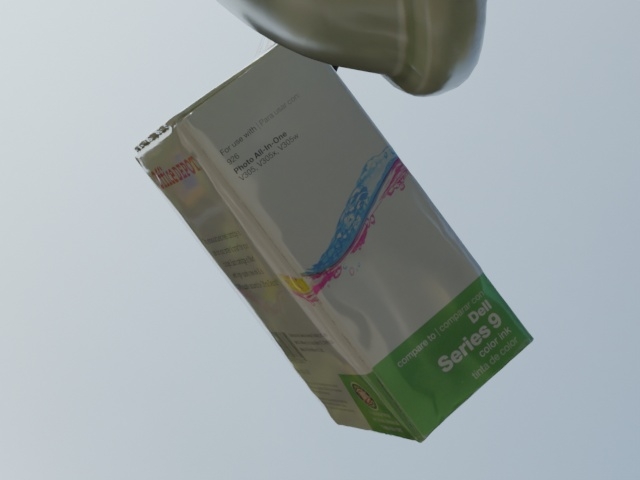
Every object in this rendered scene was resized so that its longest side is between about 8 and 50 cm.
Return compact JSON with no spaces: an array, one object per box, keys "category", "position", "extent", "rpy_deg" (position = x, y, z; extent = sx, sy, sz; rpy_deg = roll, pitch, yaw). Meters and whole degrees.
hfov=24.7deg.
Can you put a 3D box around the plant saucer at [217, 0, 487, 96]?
[{"category":"plant saucer","position":[-0.075,-0.216,0.501],"extent":[0.400,0.101,0.400],"rpy_deg":[63,-3,5]}]

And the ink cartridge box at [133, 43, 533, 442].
[{"category":"ink cartridge box","position":[0.000,0.000,0.821],"extent":[0.212,0.093,0.154],"rpy_deg":[51,-14,-7]}]

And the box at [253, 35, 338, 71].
[{"category":"box","position":[-0.003,-0.155,0.967],"extent":[0.044,0.159,0.233],"rpy_deg":[20,-55,-7]}]
